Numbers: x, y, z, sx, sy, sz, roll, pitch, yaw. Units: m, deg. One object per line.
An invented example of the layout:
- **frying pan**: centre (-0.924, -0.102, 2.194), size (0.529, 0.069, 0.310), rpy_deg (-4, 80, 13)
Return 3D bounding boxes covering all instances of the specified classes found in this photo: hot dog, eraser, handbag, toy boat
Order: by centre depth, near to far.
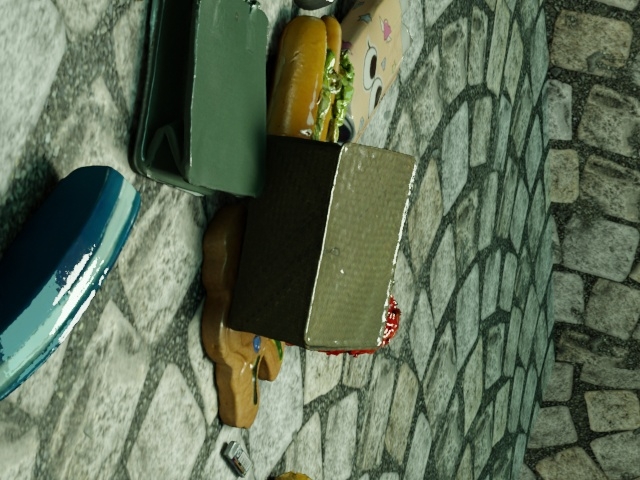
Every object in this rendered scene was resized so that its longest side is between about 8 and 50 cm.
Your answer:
- **toy boat**: centre (-0.276, 0.041, 1.454), size (0.299, 0.096, 0.062), rpy_deg (-64, 143, -38)
- **handbag**: centre (-0.134, -0.188, 1.795), size (0.247, 0.079, 0.260), rpy_deg (13, 83, -71)
- **hot dog**: centre (-0.023, -0.171, 2.079), size (0.135, 0.100, 0.337), rpy_deg (38, 61, -67)
- **eraser**: centre (-0.119, 0.313, 2.093), size (0.027, 0.019, 0.099), rpy_deg (-59, 152, -20)
- **eraser**: centre (0.063, -0.284, 2.304), size (0.290, 0.087, 0.171), rpy_deg (-61, 154, -48)

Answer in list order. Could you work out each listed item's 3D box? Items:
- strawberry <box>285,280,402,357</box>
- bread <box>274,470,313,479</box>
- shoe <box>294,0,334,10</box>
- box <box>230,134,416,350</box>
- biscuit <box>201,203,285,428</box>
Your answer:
- **strawberry**: centre (0.024, 0.093, 2.212), size (0.201, 0.184, 0.187), rpy_deg (-27, 157, -24)
- **bread**: centre (-0.055, 0.462, 2.227), size (0.114, 0.083, 0.211), rpy_deg (60, 41, -51)
- **shoe**: centre (-0.002, -0.473, 2.041), size (0.149, 0.109, 0.293), rpy_deg (61, 37, -53)
- **box**: centre (0.002, 0.001, 1.948), size (0.184, 0.143, 0.273), rpy_deg (4, 97, -53)
- **biscuit**: centre (-0.103, 0.101, 2.026), size (0.202, 0.047, 0.334), rpy_deg (-60, 150, -48)
